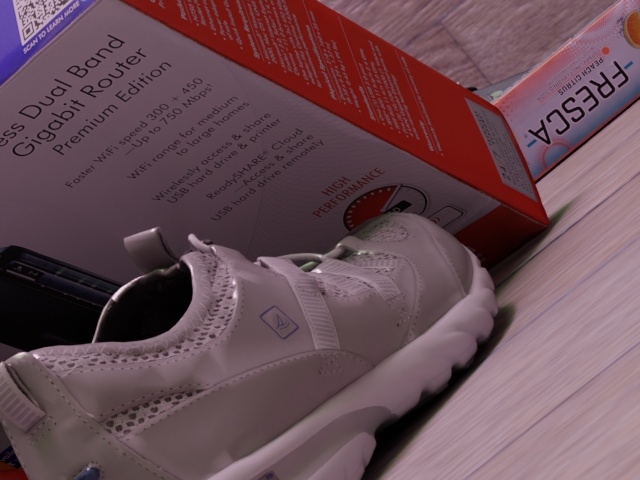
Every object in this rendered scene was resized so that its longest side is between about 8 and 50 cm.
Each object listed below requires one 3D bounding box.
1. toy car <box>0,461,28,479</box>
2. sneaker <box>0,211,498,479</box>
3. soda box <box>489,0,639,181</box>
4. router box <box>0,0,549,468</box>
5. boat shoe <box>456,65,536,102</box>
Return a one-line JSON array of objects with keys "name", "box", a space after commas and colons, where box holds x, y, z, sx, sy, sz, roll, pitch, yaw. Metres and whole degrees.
[{"name": "toy car", "box": [-0.163, 0.146, 0.793, 0.136, 0.159, 0.182, 0, 4, 8]}, {"name": "sneaker", "box": [-0.019, 0.031, 0.674, 0.105, 0.115, 0.281, -38, 2, 25]}, {"name": "soda box", "box": [0.160, -0.093, 1.216, 0.183, 0.058, 0.063, -38, 2, -2]}, {"name": "router box", "box": [-0.113, 0.010, 0.887, 0.335, 0.082, 0.301, -37, -39, 26]}, {"name": "boat shoe", "box": [0.101, -0.079, 1.463, 0.319, 0.099, 0.116, -39, 1, 1]}]
